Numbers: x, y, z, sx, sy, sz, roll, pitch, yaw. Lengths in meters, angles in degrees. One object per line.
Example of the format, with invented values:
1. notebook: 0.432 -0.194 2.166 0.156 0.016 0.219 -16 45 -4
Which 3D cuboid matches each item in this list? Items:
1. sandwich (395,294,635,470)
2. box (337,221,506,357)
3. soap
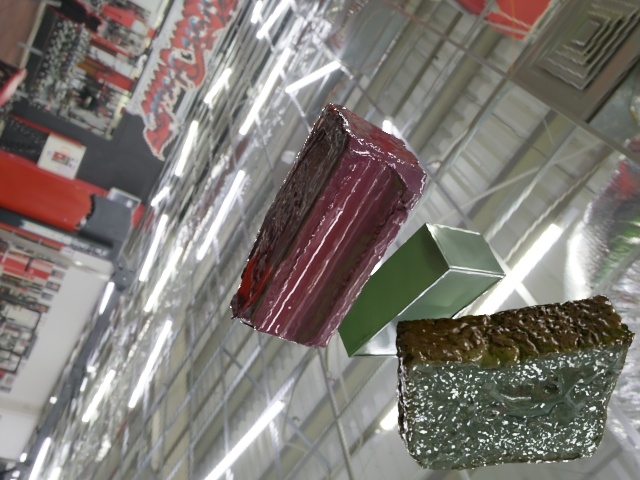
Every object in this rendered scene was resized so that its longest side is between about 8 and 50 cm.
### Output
1. sandwich: 0.256 0.218 0.803 0.099 0.300 0.271 -92 174 -59
2. box: 0.138 0.079 0.830 0.225 0.129 0.086 -48 -130 34
3. soap: 0.000 0.000 0.583 0.250 0.099 0.162 -61 -160 18
